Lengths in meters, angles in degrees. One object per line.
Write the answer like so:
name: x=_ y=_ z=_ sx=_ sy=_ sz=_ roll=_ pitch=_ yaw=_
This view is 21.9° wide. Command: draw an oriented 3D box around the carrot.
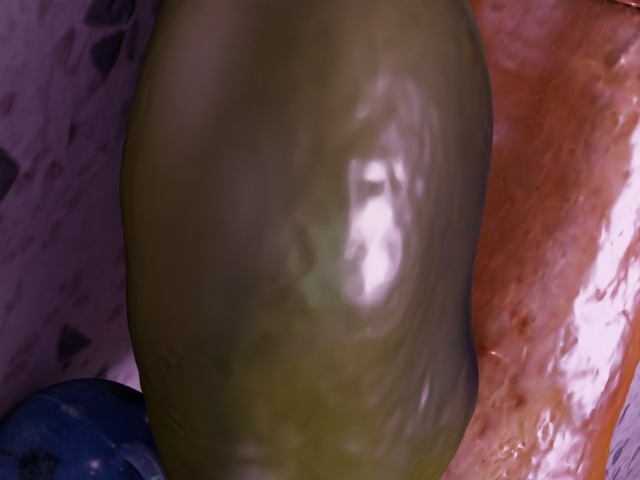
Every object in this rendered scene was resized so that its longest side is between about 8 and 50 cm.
carrot: x=0.102 y=-0.009 z=0.821 sx=0.196 sy=0.196 sz=0.254 roll=-4 pitch=120 yaw=-65

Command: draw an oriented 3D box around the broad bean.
broad bean: x=-0.001 y=0.000 z=0.633 sx=0.291 sy=0.119 sz=0.238 roll=82 pitch=24 yaw=-45

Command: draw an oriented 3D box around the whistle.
whistle: x=-0.104 y=0.101 z=0.682 sx=0.090 sy=0.090 sz=0.158 roll=-44 pitch=-166 yaw=-34
